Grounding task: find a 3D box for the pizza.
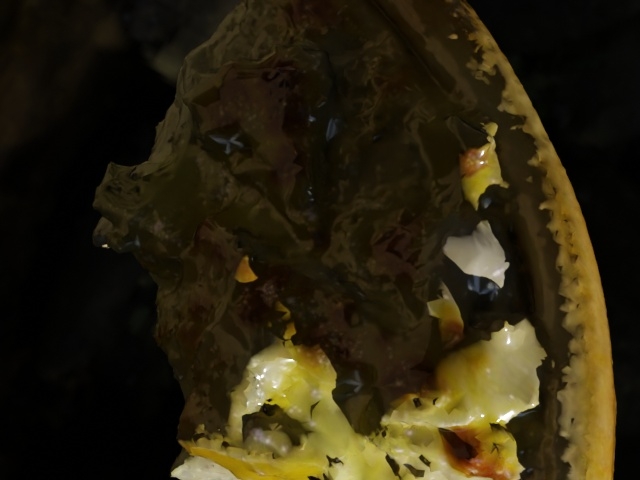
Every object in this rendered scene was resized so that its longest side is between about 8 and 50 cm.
[{"bbox_3d":[0.000,0.000,0.882,0.223,0.323,0.089,-26,159,12],"label":"pizza"}]
